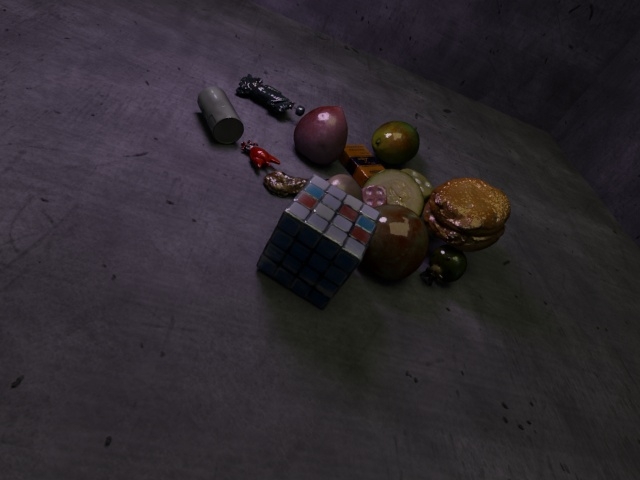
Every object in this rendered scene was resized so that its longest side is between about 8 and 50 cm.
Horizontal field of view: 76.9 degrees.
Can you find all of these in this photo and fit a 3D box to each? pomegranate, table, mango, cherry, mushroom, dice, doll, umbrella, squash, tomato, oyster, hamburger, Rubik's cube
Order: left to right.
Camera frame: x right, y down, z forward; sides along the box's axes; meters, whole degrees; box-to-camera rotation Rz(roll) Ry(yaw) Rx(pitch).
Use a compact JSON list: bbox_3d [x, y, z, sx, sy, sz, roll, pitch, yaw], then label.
[{"bbox_3d":[-0.400,-0.501,1.611,0.126,0.126,0.220,-6,52,-34],"label":"table"},{"bbox_3d":[-0.247,-0.343,1.590,0.109,0.057,0.169,-22,63,-41],"label":"doll"},{"bbox_3d":[-0.232,-0.670,1.907,0.348,0.094,0.143,28,59,7],"label":"umbrella"},{"bbox_3d":[-0.056,-0.223,1.576,0.344,0.079,0.129,2,39,-25],"label":"oyster"},{"bbox_3d":[-0.001,0.001,1.228,0.258,0.256,0.253,31,40,0],"label":"Rubik's cube"},{"bbox_3d":[0.004,-0.453,1.720,0.239,0.239,0.206,44,50,17],"label":"cherry"},{"bbox_3d":[0.058,-0.145,1.469,0.206,0.207,0.209,4,25,-27],"label":"mushroom"},{"bbox_3d":[0.202,-0.152,1.519,0.093,0.094,0.091,-3,80,2],"label":"dice"},{"bbox_3d":[0.280,-0.156,1.578,0.252,0.252,0.049,43,2,15],"label":"squash"},{"bbox_3d":[0.249,-0.007,1.402,0.270,0.223,0.270,17,44,-17],"label":"tomato"},{"bbox_3d":[0.392,-0.490,2.014,0.225,0.201,0.382,21,24,25],"label":"mango"},{"bbox_3d":[0.363,-0.188,1.704,0.169,0.166,0.169,44,43,17],"label":"dice"},{"bbox_3d":[0.463,0.099,1.494,0.148,0.148,0.169,38,66,10],"label":"pomegranate"},{"bbox_3d":[0.541,-0.094,1.507,0.314,0.170,0.290,-27,53,-26],"label":"hamburger"}]

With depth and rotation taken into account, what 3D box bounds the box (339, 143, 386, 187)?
[{"bbox_3d":[0.192,-0.342,1.842,0.152,0.070,0.237,-10,52,-37],"label":"box"}]
